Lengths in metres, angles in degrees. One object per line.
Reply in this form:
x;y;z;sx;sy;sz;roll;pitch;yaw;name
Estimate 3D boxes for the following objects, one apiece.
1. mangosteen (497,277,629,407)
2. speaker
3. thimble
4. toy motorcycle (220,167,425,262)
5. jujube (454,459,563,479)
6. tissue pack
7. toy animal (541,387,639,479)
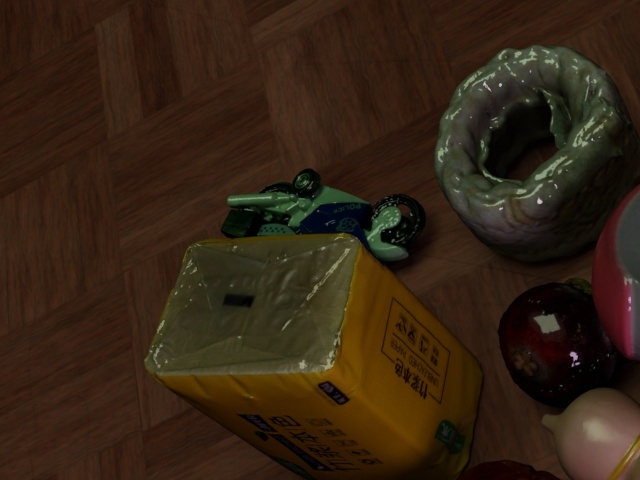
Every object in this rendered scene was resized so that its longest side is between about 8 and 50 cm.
0.328;0.128;1.862;0.180;0.166;0.166;-32;41;-26;mangosteen
0.485;0.048;1.726;0.294;0.294;0.294;-18;51;23;speaker
0.316;-0.123;2.012;0.292;0.195;0.291;-14;57;22;thimble
0.000;0.000;2.195;0.331;0.125;0.196;8;63;33;toy motorcycle
0.257;0.368;1.727;0.250;0.174;0.174;27;77;45;jujube
0.003;0.169;1.890;0.293;0.382;0.228;-4;61;32;tissue pack
0.385;0.264;1.712;0.248;0.165;0.149;13;93;30;toy animal
